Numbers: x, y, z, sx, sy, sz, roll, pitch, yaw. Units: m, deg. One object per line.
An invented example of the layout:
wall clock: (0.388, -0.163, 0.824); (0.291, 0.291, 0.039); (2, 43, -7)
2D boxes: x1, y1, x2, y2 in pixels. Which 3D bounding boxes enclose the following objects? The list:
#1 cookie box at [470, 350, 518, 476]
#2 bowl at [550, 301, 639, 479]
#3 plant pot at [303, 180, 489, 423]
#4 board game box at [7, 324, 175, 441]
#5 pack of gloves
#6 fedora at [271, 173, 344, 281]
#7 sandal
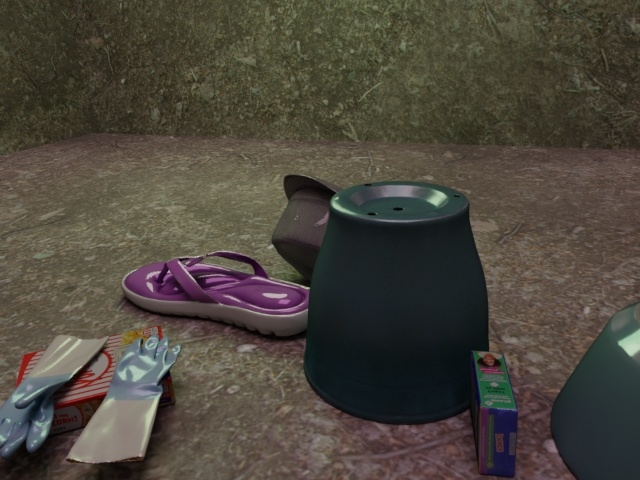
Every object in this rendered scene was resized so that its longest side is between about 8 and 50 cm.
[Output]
cookie box: (0.196, 0.194, 0.595); (0.040, 0.092, 0.107); (-1, 21, 10)
bowl: (0.423, 0.164, 0.553); (0.311, 0.163, 0.311); (-1, 21, 1)
plant pot: (0.106, 0.061, 0.721); (0.271, 0.255, 0.272); (-2, 22, 1)
board game box: (-0.309, 0.190, 0.718); (0.193, 0.045, 0.147); (-11, 23, -20)
pack of gloves: (-0.287, 0.170, 0.644); (0.194, 0.046, 0.232); (-2, 24, -1)
fedora: (0.000, 0.000, 0.999); (0.275, 0.244, 0.124); (24, 62, 33)
sandal: (-0.181, 0.067, 0.940); (0.416, 0.102, 0.169); (8, 23, 24)
